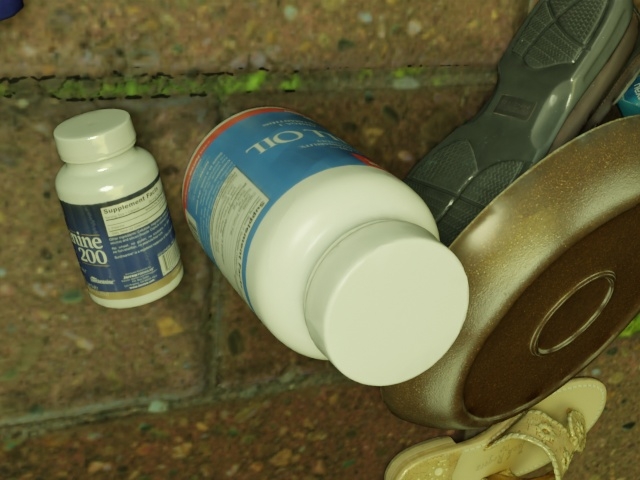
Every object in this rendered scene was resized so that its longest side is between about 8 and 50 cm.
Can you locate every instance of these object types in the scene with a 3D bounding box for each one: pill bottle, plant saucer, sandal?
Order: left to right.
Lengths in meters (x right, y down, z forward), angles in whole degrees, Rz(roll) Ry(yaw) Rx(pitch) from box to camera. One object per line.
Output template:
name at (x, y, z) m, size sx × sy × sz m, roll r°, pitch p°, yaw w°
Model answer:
pill bottle at (-0.134, -0.021, 0.666) m, size 0.067 × 0.067 × 0.120 m, roll -20°, pitch 119°, yaw -17°
pill bottle at (0.000, 0.000, 0.649) m, size 0.124 × 0.221 × 0.124 m, roll -11°, pitch 116°, yaw -22°
sandal at (0.180, 0.201, 0.913) m, size 0.240 × 0.079 × 0.088 m, roll -16°, pitch 118°, yaw -19°
plant saucer at (0.182, 0.044, 0.786) m, size 0.311 × 0.050 × 0.310 m, roll -28°, pitch 146°, yaw -21°

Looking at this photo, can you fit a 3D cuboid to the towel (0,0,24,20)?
towel at (-0.247, -0.222, 0.459) m, size 0.076 × 0.227 × 0.308 m, roll 2°, pitch 118°, yaw 16°

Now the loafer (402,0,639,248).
loafer at (0.151, -0.056, 0.772) m, size 0.095 × 0.109 × 0.302 m, roll 34°, pitch 92°, yaw -38°

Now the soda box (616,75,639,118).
soda box at (0.335, -0.063, 0.875) m, size 0.067 × 0.071 × 0.210 m, roll -43°, pitch 123°, yaw -3°
